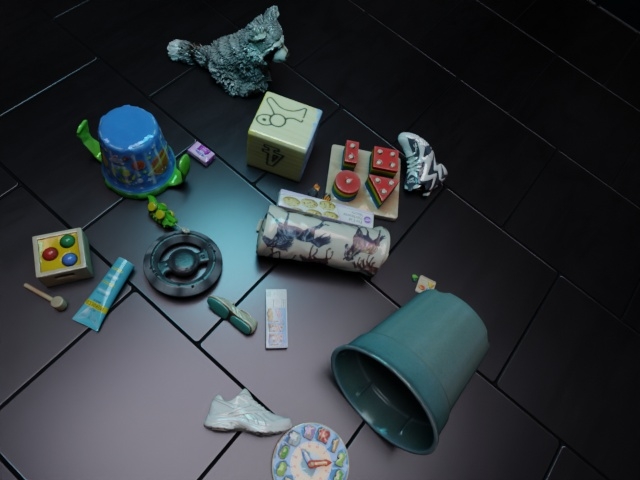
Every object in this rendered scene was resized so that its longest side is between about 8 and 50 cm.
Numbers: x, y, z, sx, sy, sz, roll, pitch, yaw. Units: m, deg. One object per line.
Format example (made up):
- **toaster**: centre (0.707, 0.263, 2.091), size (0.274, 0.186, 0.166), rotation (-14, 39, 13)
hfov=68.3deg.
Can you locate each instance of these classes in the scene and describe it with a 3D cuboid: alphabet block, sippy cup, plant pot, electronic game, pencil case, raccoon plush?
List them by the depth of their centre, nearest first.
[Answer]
- **plant pot**: centre (0.264, 0.327, 1.281), size (0.334, 0.341, 0.341), rotation (-35, 75, -32)
- **electronic game**: centre (-0.409, 0.066, 1.410), size (0.229, 0.048, 0.230), rotation (7, 56, -10)
- **sippy cup**: centre (-0.571, -0.281, 1.447), size (0.305, 0.224, 0.240), rotation (-14, 68, -16)
- **pencil case**: centre (0.000, 0.000, 1.462), size (0.409, 0.183, 0.160), rotation (11, 92, -5)
- **alphabet block**: centre (-0.123, -0.344, 1.580), size (0.197, 0.193, 0.193), rotation (20, 62, -1)
- **raccoon plush**: centre (-0.329, -0.682, 1.640), size (0.445, 0.299, 0.216), rotation (6, 64, -8)

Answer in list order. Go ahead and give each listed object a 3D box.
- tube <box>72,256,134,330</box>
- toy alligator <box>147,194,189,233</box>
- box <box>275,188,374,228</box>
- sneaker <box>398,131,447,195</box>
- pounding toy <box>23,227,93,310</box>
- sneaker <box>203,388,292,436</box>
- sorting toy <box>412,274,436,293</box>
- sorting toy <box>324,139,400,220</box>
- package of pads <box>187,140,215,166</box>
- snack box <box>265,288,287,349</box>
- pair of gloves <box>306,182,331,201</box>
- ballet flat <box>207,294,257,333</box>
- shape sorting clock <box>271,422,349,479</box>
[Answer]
- **tube**: centre (-0.609, 0.148, 1.339), size (0.080, 0.052, 0.207), rotation (22, 69, 11)
- **toy alligator**: centre (-0.481, -0.066, 1.457), size (0.189, 0.056, 0.051), rotation (42, 105, 15)
- **box**: centre (0.014, -0.090, 1.538), size (0.323, 0.063, 0.067), rotation (14, 64, -12)
- **sneaker**: centre (0.331, -0.254, 1.655), size (0.235, 0.094, 0.153), rotation (47, 67, -25)
- **pounding toy**: centre (-0.742, 0.086, 1.312), size (0.180, 0.094, 0.206), rotation (-13, 68, -16)
- **sneaker**: centre (-0.185, 0.454, 1.251), size (0.232, 0.090, 0.115), rotation (10, 60, -7)
- **sorting toy**: centre (0.332, 0.144, 1.536), size (0.083, 0.012, 0.062), rotation (26, 63, 2)
- **sorting toy**: centre (0.156, -0.219, 1.632), size (0.256, 0.089, 0.256), rotation (11, 64, -6)
- **package of pads**: centre (-0.401, -0.293, 1.592), size (0.083, 0.032, 0.050), rotation (35, 65, 7)
- **snack box**: centre (-0.131, 0.232, 1.401), size (0.064, 0.022, 0.178), rotation (2, 65, -11)
- **pair of gloves**: centre (-0.007, -0.143, 1.580), size (0.083, 0.074, 0.010), rotation (40, 26, 10)
- **ballet flat**: centre (-0.256, 0.211, 1.379), size (0.168, 0.057, 0.052), rotation (38, 36, 4)
- **shape sorting clock**: centre (-0.025, 0.590, 1.242), size (0.206, 0.040, 0.206), rotation (4, 64, -9)
